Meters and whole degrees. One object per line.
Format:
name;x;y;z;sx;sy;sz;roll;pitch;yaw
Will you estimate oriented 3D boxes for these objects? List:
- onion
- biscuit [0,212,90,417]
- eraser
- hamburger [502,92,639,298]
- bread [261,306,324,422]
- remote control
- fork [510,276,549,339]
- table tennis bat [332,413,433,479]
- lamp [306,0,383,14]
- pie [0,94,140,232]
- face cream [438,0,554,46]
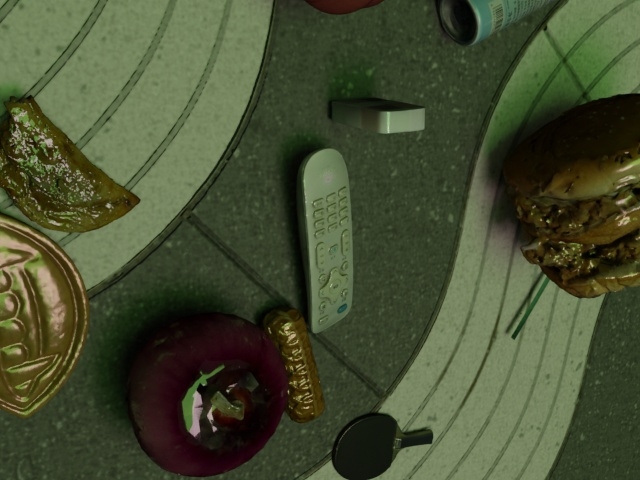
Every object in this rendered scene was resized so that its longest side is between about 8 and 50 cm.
onion;-0.117;0.163;0.903;0.177;0.153;0.177;-35;135;-45
biscuit;-0.297;0.071;0.830;0.142;0.029;0.221;-13;111;-29
eraser;0.063;-0.140;0.948;0.065;0.105;0.026;-12;111;-30
hamburger;0.373;-0.070;1.083;0.245;0.260;0.211;-48;121;-34
bread;-0.031;0.149;1.014;0.052;0.044;0.157;-22;115;-19
remote control;0.000;0.000;0.992;0.073;0.044;0.229;-30;128;-40
fork;0.331;0.039;1.228;0.039;0.021;0.235;36;85;-31
table tennis bat;0.085;0.275;1.146;0.158;0.014;0.095;-2;104;-30
lamp;0.011;-0.315;0.850;0.182;0.140;0.182;2;87;-42
pie;-0.254;-0.061;0.815;0.092;0.034;0.170;-48;130;-13
face cream;0.250;-0.313;1.034;0.229;0.075;0.075;-30;119;-22
